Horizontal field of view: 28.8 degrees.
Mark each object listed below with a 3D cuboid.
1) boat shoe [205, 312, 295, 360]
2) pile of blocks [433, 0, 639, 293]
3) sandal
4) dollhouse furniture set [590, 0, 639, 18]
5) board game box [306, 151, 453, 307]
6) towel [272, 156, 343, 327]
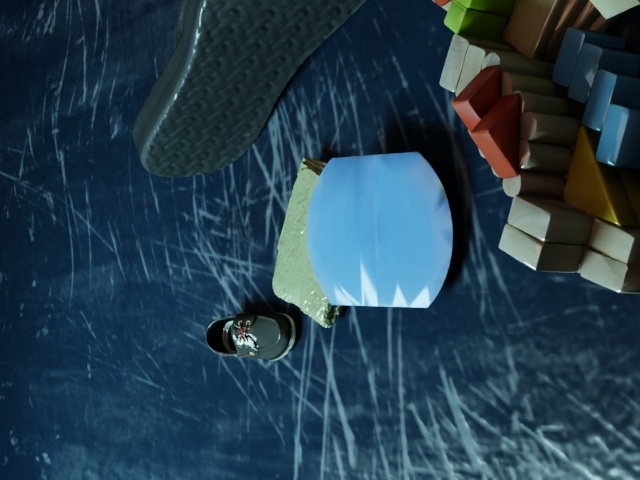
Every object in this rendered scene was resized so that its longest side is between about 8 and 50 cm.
[{"bbox_3d":[-0.072,0.099,1.283,0.133,0.042,0.049,-9,78,54],"label":"boat shoe"},{"bbox_3d":[0.151,-0.128,0.903,0.149,0.113,0.362,-49,50,43],"label":"pile of blocks"},{"bbox_3d":[-0.076,-0.222,1.198,0.446,0.168,0.107,-47,55,45],"label":"sandal"},{"bbox_3d":[0.152,-0.249,0.800,0.101,0.161,0.182,-19,32,54],"label":"dollhouse furniture set"},{"bbox_3d":[0.059,-0.009,1.099,0.169,0.033,0.133,-1,91,43],"label":"board game box"},{"bbox_3d":[0.000,0.000,1.195,0.110,0.027,0.148,31,111,52],"label":"towel"}]
